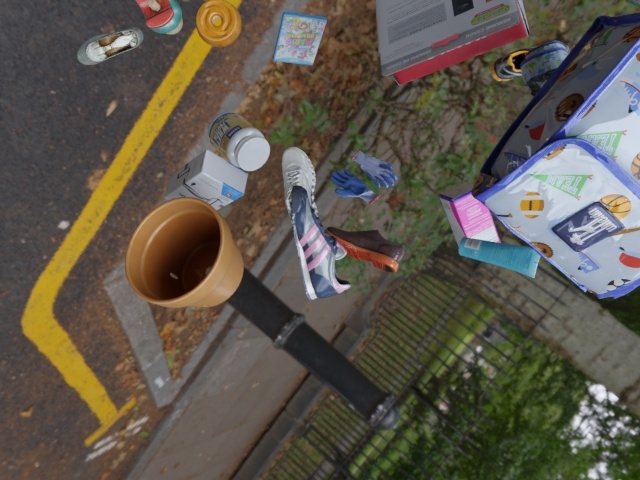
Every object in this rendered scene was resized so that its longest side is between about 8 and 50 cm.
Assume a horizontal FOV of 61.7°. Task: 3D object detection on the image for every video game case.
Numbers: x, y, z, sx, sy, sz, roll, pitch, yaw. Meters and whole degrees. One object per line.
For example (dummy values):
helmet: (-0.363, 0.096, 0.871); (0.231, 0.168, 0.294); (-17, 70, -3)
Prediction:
video game case: (-0.060, -0.561, 1.497); (0.119, 0.015, 0.166); (1, 153, -15)

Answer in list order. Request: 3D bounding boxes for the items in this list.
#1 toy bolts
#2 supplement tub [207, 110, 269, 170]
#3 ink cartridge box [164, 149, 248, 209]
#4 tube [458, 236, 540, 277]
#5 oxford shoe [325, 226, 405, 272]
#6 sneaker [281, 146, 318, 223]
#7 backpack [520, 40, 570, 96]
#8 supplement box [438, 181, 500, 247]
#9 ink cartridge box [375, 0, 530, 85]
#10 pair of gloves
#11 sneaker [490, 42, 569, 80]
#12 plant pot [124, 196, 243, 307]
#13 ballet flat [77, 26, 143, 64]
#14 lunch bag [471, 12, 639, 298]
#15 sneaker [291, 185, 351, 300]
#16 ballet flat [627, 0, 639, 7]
toy bolts: (-0.288, -0.523, 1.232); (0.229, 0.218, 0.158); (-20, -175, 3)
supplement tub: (-0.275, -0.334, 1.805); (0.144, 0.200, 0.144); (-26, 138, -26)
ink cartridge box: (-0.335, -0.160, 1.561); (0.148, 0.085, 0.203); (28, 143, -36)
tube: (0.478, 0.036, 1.437); (0.052, 0.207, 0.080); (11, 93, -57)
oxford shoe: (0.136, 0.007, 1.673); (0.098, 0.271, 0.097); (-59, 158, -15)
sneaker: (-0.075, -0.175, 1.775); (0.110, 0.292, 0.118); (-13, 173, 16)
backpack: (0.475, -0.364, 1.123); (0.105, 0.084, 0.114); (-16, 171, 34)
supplement box: (0.505, -0.073, 1.813); (0.114, 0.220, 0.111); (-25, -162, -5)
ink cartridge box: (0.291, -0.489, 1.209); (0.130, 0.310, 0.271); (36, 48, -50)
pair of gloves: (0.126, -0.182, 1.574); (0.198, 0.159, 0.023); (-45, 162, -29)
sneaker: (0.567, -0.478, 1.425); (0.215, 0.084, 0.083); (-19, -178, -5)
plant pot: (-0.340, 0.055, 1.436); (0.291, 0.291, 0.203); (-50, 151, -4)
ballet flat: (-0.631, -0.579, 1.591); (0.213, 0.068, 0.072); (-21, 120, 3)
lunch bag: (0.495, -0.126, 0.902); (0.385, 0.328, 0.239); (-50, -169, 11)
sneaker: (0.000, 0.000, 1.434); (0.112, 0.131, 0.318); (-82, 162, -72)
ballet flat: (0.512, -0.523, 0.807); (0.107, 0.106, 0.315); (-92, -172, -81)
